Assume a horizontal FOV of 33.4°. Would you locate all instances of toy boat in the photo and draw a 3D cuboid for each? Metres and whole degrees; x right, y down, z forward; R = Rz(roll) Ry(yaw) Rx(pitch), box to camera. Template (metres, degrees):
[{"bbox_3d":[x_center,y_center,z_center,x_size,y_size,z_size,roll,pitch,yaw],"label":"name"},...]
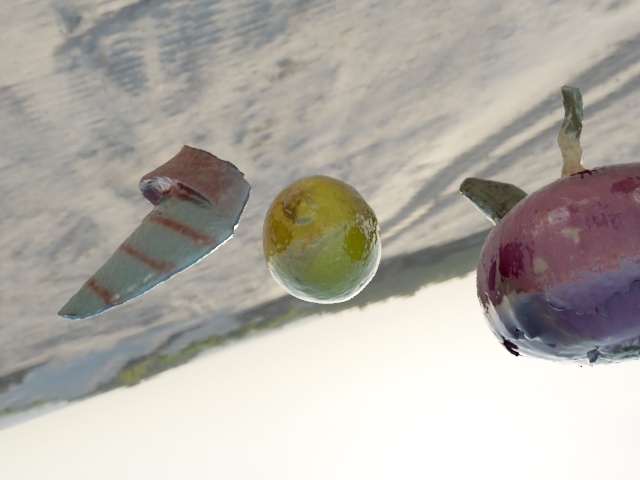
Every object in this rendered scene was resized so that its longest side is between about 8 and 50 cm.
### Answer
[{"bbox_3d":[-0.221,0.007,1.380,0.282,0.096,0.206,-46,-136,-17],"label":"toy boat"}]

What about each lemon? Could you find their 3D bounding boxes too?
[{"bbox_3d":[0.000,0.000,1.477,0.170,0.170,0.207,-20,154,12],"label":"lemon"}]

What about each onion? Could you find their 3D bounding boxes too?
[{"bbox_3d":[0.386,0.022,1.440,0.358,0.345,0.358,1,136,1],"label":"onion"}]

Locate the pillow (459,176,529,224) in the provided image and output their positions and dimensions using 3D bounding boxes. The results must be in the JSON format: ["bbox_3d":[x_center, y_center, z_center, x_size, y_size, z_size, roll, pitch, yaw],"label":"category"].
[{"bbox_3d":[0.325,-0.031,1.675,0.093,0.241,0.051,-28,149,-33],"label":"pillow"}]
